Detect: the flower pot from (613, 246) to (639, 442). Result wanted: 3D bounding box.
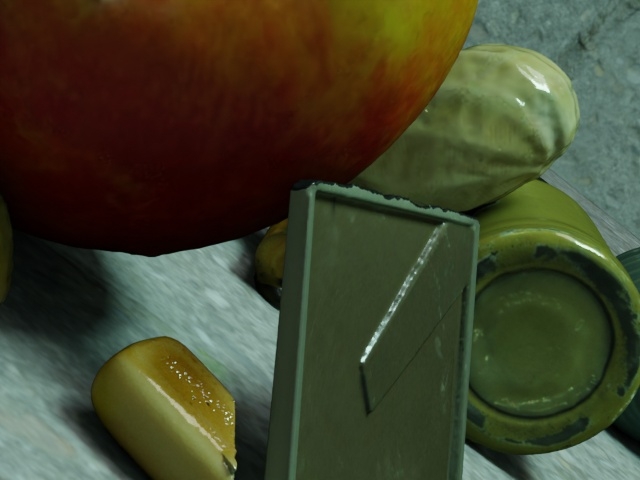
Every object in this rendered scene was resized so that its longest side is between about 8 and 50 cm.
[{"bbox_3d":[0.323,0.103,1.847,0.189,0.157,0.243,39,11,-7],"label":"flower pot"}]

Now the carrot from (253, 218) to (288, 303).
[{"bbox_3d":[0.000,0.000,1.482,0.070,0.070,0.260,39,13,2],"label":"carrot"}]

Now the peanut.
[{"bbox_3d":[0.045,-0.085,1.455,0.290,0.130,0.130,4,6,12],"label":"peanut"}]

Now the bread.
[{"bbox_3d":[-0.065,0.096,0.962,0.103,0.049,0.062,45,33,17],"label":"bread"}]

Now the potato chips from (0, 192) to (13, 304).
[{"bbox_3d":[-0.290,-0.083,0.897,0.407,0.080,0.057,32,23,-29],"label":"potato chips"}]

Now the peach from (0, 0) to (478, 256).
[{"bbox_3d":[-0.108,-0.168,1.088,0.388,0.388,0.388,37,12,-9],"label":"peach"}]

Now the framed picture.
[{"bbox_3d":[0.034,0.071,1.085,0.018,0.192,0.265,4,-3,23],"label":"framed picture"}]

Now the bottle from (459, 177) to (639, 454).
[{"bbox_3d":[0.144,0.033,1.558,0.171,0.171,0.351,37,10,-10],"label":"bottle"}]
